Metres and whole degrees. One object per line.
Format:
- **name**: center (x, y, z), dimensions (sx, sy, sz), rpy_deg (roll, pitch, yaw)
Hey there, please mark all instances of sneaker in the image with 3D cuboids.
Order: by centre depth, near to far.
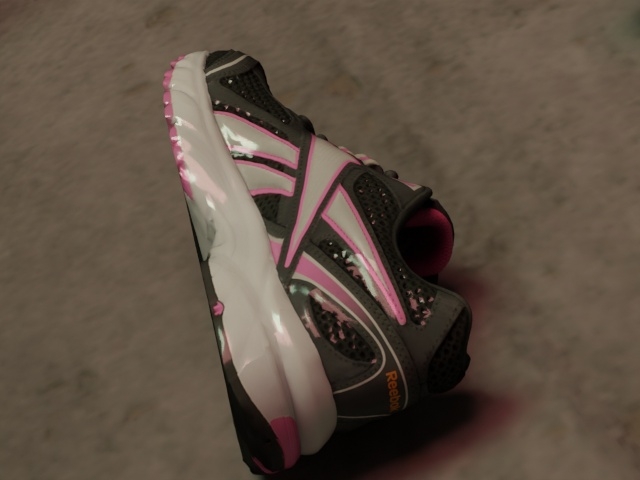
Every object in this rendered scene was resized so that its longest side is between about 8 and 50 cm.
- **sneaker**: center (0.000, 0.000, 0.522), dimensions (0.077, 0.072, 0.178), rpy_deg (-12, 41, -5)
